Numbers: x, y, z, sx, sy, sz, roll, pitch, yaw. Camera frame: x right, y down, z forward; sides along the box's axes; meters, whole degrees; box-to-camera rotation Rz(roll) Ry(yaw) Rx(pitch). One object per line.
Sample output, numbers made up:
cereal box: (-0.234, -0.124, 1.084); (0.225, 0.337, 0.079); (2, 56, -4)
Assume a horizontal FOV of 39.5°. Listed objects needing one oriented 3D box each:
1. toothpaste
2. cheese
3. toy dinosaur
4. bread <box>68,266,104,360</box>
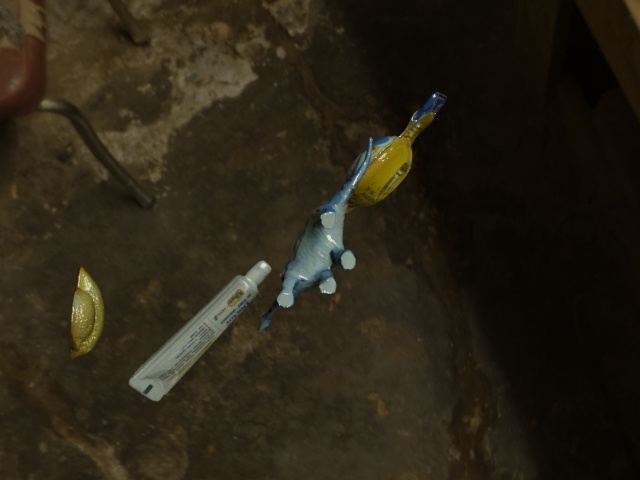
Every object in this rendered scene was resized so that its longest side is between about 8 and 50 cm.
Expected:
toothpaste: (-0.164, 0.124, 1.259); (0.255, 0.067, 0.037); (-46, 41, -2)
cheese: (0.127, -0.148, 1.556); (0.069, 0.177, 0.270); (45, 106, 13)
toy dinosaur: (-0.002, 0.019, 1.210); (0.076, 0.144, 0.329); (25, 106, -13)
bread: (-0.459, 0.136, 1.747); (0.065, 0.149, 0.187); (4, 60, -8)
